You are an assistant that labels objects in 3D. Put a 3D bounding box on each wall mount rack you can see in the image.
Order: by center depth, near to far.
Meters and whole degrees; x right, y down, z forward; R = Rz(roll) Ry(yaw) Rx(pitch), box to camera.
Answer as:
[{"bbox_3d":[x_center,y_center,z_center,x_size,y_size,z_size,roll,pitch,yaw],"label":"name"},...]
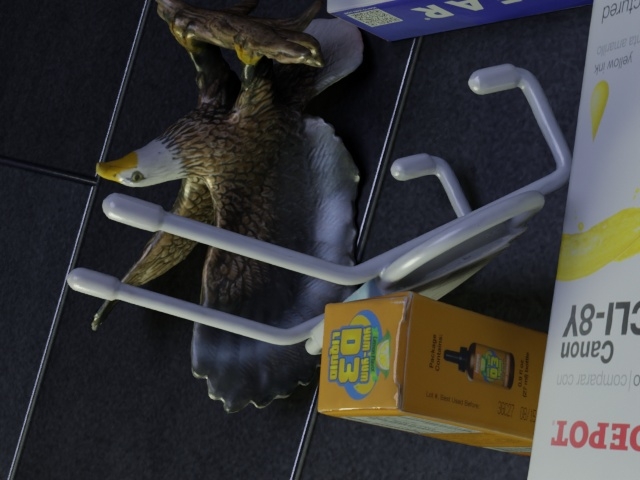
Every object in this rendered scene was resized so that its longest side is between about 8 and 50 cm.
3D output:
[{"bbox_3d":[0.000,0.000,1.300,0.130,0.304,0.350,64,162,8],"label":"wall mount rack"}]

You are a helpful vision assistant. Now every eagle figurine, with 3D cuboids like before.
[{"bbox_3d":[-0.080,-0.045,1.533,0.226,0.225,0.298,-84,-6,-67],"label":"eagle figurine"}]

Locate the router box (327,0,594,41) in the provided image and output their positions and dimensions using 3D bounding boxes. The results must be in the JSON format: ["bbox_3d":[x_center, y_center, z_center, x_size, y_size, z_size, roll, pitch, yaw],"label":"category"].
[{"bbox_3d":[0.168,-0.326,1.434,0.335,0.082,0.301,-7,73,40],"label":"router box"}]

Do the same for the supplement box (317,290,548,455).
[{"bbox_3d":[0.101,0.094,1.266,0.080,0.233,0.078,-5,74,40],"label":"supplement box"}]

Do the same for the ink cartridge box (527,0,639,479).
[{"bbox_3d":[0.283,-0.016,1.135,0.279,0.160,0.385,-7,72,62],"label":"ink cartridge box"}]
